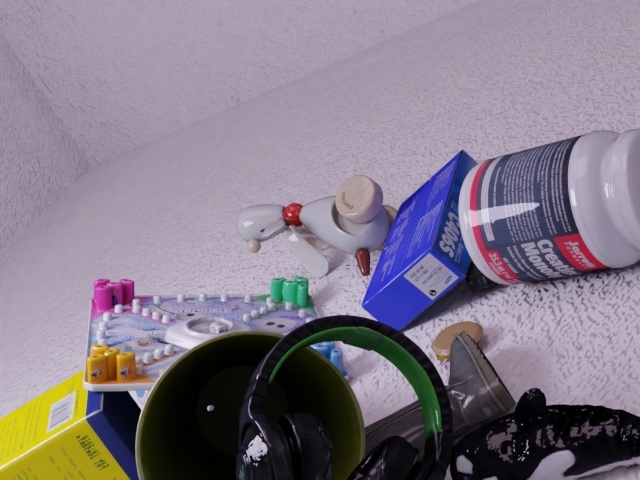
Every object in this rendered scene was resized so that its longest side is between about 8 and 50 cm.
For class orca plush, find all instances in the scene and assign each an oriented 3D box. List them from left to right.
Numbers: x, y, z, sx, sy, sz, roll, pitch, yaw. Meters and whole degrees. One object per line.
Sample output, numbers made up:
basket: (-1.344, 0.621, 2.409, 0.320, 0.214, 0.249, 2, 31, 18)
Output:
orca plush: (0.251, 0.213, 1.225, 0.287, 0.102, 0.151, -7, 31, 49)

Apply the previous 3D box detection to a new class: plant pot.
plant pot: (-0.098, 0.247, 1.484, 0.275, 0.274, 0.293, -33, 3, -6)

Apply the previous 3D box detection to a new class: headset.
headset: (0.027, 0.264, 1.237, 0.185, 0.244, 0.394, 130, 154, -63)

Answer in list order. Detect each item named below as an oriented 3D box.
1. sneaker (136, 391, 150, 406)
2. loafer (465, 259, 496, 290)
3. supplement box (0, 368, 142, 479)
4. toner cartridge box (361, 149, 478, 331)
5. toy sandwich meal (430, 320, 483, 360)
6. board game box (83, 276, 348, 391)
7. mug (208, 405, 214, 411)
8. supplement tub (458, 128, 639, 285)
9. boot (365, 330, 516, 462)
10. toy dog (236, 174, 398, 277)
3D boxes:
sneaker: (-0.228, 0.211, 1.967, 0.085, 0.086, 0.237, -13, 25, 46)
loafer: (0.277, -0.004, 1.757, 0.076, 0.078, 0.223, -13, 26, 41)
supplement box: (-0.424, 0.372, 1.691, 0.357, 0.194, 0.195, -30, 19, 1)
toner cartridge box: (0.178, -0.005, 1.842, 0.165, 0.075, 0.348, -41, 12, 31)
toy sandwich meal: (0.194, 0.145, 1.594, 0.086, 0.029, 0.085, -23, 22, 10)
board game box: (-0.178, 0.139, 1.822, 0.390, 0.050, 0.390, -1, 17, -10)
mug: (-0.135, 0.265, 1.759, 0.064, 0.078, 0.062, -34, 50, 19)
supplement tub: (0.349, -0.046, 1.583, 0.272, 0.191, 0.191, -13, 26, 43)
boot: (0.134, 0.218, 1.459, 0.208, 0.076, 0.189, -36, 17, 6)
toy dog: (0.000, 0.000, 2.046, 0.334, 0.220, 0.160, -20, 52, 48)
